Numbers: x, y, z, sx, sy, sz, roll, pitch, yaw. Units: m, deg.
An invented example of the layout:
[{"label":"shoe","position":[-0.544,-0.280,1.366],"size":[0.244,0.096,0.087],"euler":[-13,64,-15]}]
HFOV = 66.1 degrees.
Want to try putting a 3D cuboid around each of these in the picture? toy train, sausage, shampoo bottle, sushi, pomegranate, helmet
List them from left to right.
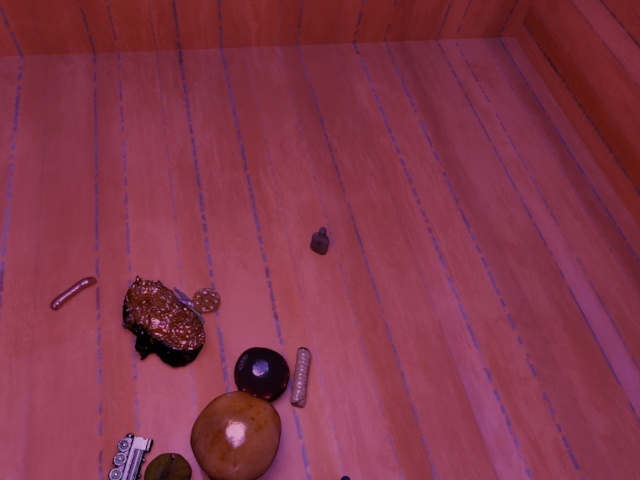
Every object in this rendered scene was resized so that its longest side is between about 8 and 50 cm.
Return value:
[{"label":"sausage","position":[-0.954,0.198,1.896],"size":[0.043,0.043,0.186],"euler":[40,61,15]},{"label":"toy train","position":[-0.625,0.724,1.610],"size":[0.111,0.071,0.170],"euler":[13,58,-9]},{"label":"sushi","position":[-0.584,0.312,1.790],"size":[0.349,0.207,0.234],"euler":[37,56,8]},{"label":"pomegranate","position":[-0.268,0.635,1.603],"size":[0.308,0.307,0.307],"euler":[4,58,-7]},{"label":"helmet","position":[-0.210,0.483,1.765],"size":[0.216,0.193,0.189],"euler":[45,53,-31]},{"label":"shampoo bottle","position":[0.000,0.000,2.093],"size":[0.080,0.165,0.040],"euler":[30,59,9]}]

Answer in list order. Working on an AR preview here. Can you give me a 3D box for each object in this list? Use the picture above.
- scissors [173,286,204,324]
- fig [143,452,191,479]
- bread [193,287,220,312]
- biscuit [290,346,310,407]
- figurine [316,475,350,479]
[{"label":"scissors","position":[-0.517,0.250,1.944],"size":[0.187,0.020,0.133],"euler":[29,56,5]},{"label":"fig","position":[-0.475,0.722,1.530],"size":[0.149,0.245,0.149],"euler":[8,54,-12]},{"label":"bread","position":[-0.450,0.237,1.941],"size":[0.110,0.024,0.110],"euler":[6,57,-10]},{"label":"biscuit","position":[-0.072,0.507,1.838],"size":[0.061,0.055,0.219],"euler":[28,53,-27]},{"label":"figurine","position":[-0.012,0.895,1.549],"size":[0.284,0.204,0.338],"euler":[22,58,26]}]
